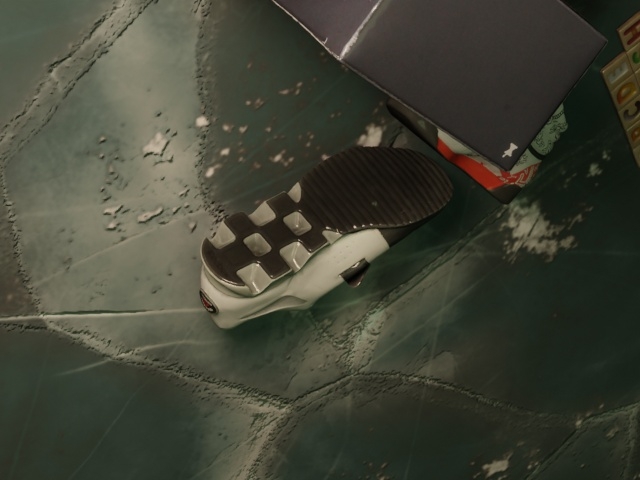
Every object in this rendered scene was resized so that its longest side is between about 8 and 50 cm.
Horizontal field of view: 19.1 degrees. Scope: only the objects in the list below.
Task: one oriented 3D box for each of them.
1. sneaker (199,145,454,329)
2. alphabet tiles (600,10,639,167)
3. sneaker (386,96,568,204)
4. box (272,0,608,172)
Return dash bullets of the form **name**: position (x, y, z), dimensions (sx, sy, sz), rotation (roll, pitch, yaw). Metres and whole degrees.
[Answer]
- **sneaker**: position (0.000, 0.000, 2.185), dimensions (0.331, 0.122, 0.146), rotation (-23, 151, -23)
- **alphabet tiles**: position (0.451, -0.225, 2.416), dimensions (0.198, 0.009, 0.237), rotation (-39, 138, -6)
- **sneaker**: position (0.190, -0.152, 2.215), dimensions (0.145, 0.090, 0.270), rotation (-51, 141, 5)
- **box**: position (0.079, -0.254, 1.897), dimensions (0.182, 0.294, 0.296), rotation (-52, 138, 9)
